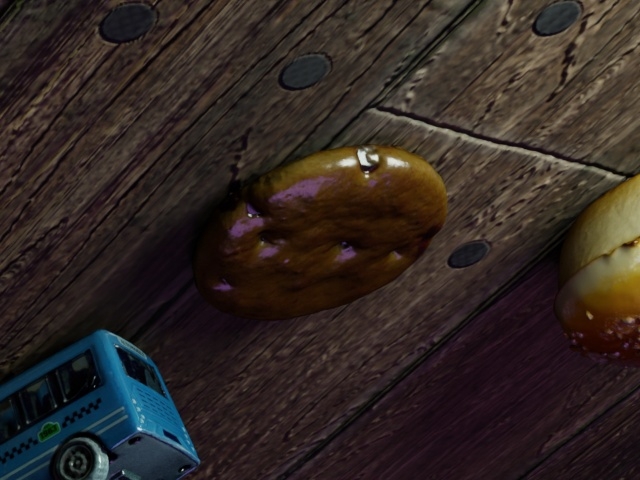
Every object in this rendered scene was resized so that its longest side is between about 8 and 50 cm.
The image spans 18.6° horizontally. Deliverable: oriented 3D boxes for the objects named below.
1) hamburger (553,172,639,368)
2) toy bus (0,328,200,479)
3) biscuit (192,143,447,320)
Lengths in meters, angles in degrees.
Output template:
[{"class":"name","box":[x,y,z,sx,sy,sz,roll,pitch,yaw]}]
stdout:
[{"class":"hamburger","box":[0.299,0.027,1.608,0.236,0.147,0.237,-13,149,-8]},{"class":"toy bus","box":[-0.229,0.180,1.520,0.246,0.134,0.113,-30,151,11]},{"class":"biscuit","box":[0.000,0.000,1.479,0.212,0.036,0.212,-16,150,-10]}]
